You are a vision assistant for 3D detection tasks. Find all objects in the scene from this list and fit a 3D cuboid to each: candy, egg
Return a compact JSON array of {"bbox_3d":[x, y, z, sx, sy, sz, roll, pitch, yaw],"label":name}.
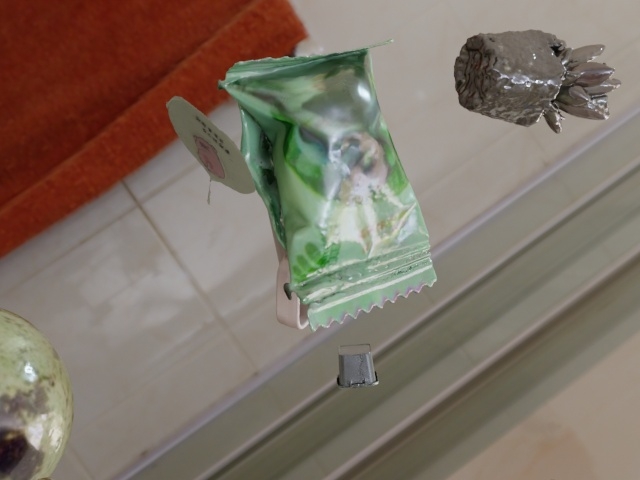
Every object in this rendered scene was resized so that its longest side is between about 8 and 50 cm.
[{"bbox_3d":[0.027,-0.084,1.504,0.172,0.263,0.397,-10,-81,66],"label":"candy"},{"bbox_3d":[-0.583,0.284,1.645,0.345,0.345,0.428,55,-47,3],"label":"egg"}]

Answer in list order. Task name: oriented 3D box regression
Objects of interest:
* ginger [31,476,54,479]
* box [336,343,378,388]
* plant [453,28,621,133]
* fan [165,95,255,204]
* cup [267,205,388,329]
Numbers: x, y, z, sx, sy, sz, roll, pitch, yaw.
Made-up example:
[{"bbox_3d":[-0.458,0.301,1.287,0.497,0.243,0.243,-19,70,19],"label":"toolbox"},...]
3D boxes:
[{"bbox_3d":[-0.320,0.406,1.401,0.221,0.276,0.130,-47,-145,47],"label":"ginger"},{"bbox_3d":[0.071,0.252,2.089,0.122,0.084,0.069,-93,177,-85],"label":"box"},{"bbox_3d":[0.444,-0.333,2.099,0.194,0.321,0.181,128,-44,-54],"label":"plant"},{"bbox_3d":[-0.166,-0.108,1.545,0.182,0.010,0.310,43,-19,10],"label":"fan"},{"bbox_3d":[0.019,-0.003,1.775,0.273,0.208,0.288,83,2,-54],"label":"cup"}]
